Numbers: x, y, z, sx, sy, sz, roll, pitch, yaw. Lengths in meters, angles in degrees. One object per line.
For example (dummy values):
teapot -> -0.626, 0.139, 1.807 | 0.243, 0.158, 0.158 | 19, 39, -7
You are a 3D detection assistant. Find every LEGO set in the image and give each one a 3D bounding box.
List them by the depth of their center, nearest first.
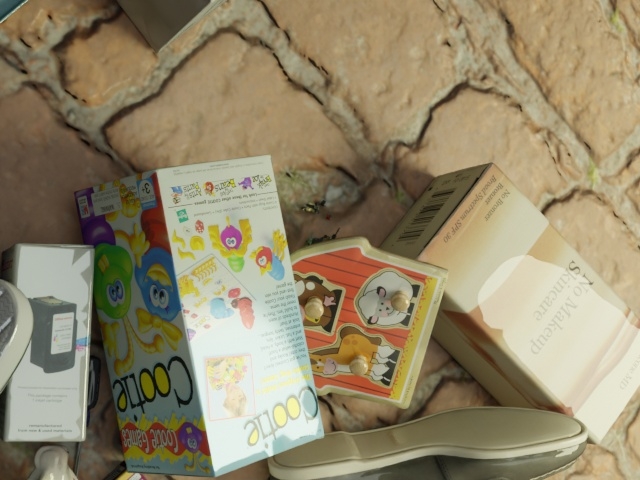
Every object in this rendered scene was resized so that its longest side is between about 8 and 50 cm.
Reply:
LEGO set -> 0.002, -0.001, 1.213 | 0.054, 0.023, 0.083 | 5, 72, -25

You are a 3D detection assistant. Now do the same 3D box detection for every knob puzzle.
knob puzzle -> 0.016, 0.084, 1.149 | 0.213, 0.030, 0.213 | 3, 117, 6

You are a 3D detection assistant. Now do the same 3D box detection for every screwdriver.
screwdriver -> -0.237, 0.197, 1.102 | 0.024, 0.025, 0.170 | 8, 92, -23

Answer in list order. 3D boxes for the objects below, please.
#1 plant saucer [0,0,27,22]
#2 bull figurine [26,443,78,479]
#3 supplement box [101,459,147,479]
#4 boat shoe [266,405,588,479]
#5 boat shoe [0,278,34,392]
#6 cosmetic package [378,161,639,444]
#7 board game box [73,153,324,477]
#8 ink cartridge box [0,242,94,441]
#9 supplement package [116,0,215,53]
plant saucer -> -0.345, -0.222, 1.081 | 0.192, 0.018, 0.067 | -46, 104, -18
bull figurine -> -0.321, 0.312, 0.977 | 0.101, 0.188, 0.310 | 34, 79, 19
supplement box -> -0.183, 0.265, 1.102 | 0.055, 0.043, 0.083 | -40, 101, -21
boat shoe -> 0.111, 0.244, 1.168 | 0.335, 0.112, 0.096 | -7, 107, -2
boat shoe -> -0.353, 0.170, 0.956 | 0.335, 0.119, 0.121 | -47, 61, 3
cosmetic package -> 0.214, 0.072, 1.236 | 0.296, 0.129, 0.153 | 43, 71, -15
board game box -> -0.116, 0.071, 1.071 | 0.144, 0.142, 0.275 | -11, 90, -44
ink cartridge box -> -0.258, 0.093, 1.037 | 0.072, 0.127, 0.175 | 4, 84, -21
supplement package -> -0.158, -0.345, 1.066 | 0.145, 0.204, 0.262 | -42, 102, -20
